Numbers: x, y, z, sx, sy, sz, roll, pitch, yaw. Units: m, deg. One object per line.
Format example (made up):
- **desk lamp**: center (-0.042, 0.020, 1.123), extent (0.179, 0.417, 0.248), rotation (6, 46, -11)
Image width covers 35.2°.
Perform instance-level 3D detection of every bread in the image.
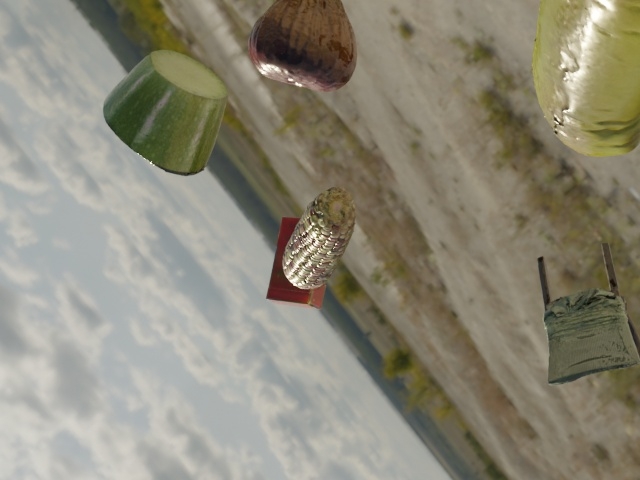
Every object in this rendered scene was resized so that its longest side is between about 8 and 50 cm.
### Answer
- **bread**: center (0.271, -0.206, 0.987), extent (0.166, 0.112, 0.383), rotation (63, 176, 19)

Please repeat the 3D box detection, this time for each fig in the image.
- **fig**: center (-0.021, -0.234, 1.110), extent (0.119, 0.119, 0.152), rotation (56, -153, -61)

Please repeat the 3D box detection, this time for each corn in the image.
- **corn**: center (0.000, 0.000, 1.475), extent (0.086, 0.086, 0.253), rotation (51, 156, 10)

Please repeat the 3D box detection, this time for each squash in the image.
- **squash**: center (-0.210, -0.186, 1.407), extent (0.170, 0.122, 0.170), rotation (26, -151, -15)

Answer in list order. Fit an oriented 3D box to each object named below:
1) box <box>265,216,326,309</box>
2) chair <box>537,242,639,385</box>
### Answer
- **box**: center (-0.036, 0.043, 1.992), extent (0.112, 0.175, 0.048), rotation (6, 169, 35)
- **chair**: center (0.474, 0.169, 1.757), extent (0.319, 0.160, 0.186), rotation (-85, -24, -50)
